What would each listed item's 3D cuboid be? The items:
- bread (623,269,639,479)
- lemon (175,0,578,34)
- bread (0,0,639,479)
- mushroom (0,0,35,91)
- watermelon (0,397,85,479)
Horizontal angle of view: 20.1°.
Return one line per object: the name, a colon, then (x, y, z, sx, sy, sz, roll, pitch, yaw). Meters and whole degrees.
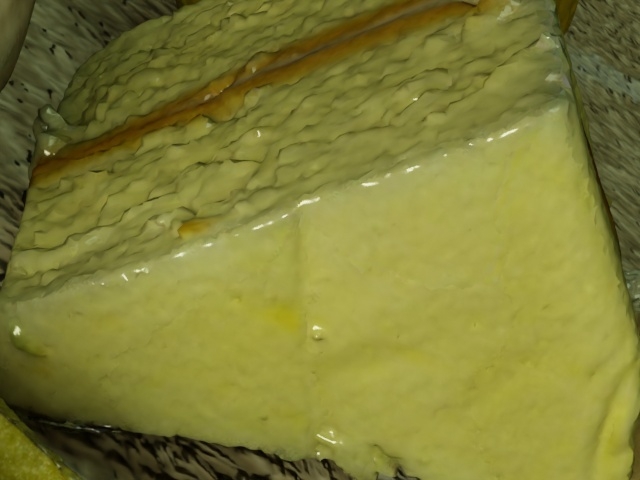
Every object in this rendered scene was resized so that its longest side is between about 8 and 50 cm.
bread: (0.149, 0.081, 0.789, 0.082, 0.106, 0.125, 14, 28, -22)
lemon: (0.030, -0.151, 0.940, 0.260, 0.204, 0.204, 0, 41, -49)
bread: (0.000, 0.000, 0.739, 0.263, 0.236, 0.198, -86, 159, -60)
mushroom: (-0.208, -0.110, 0.606, 0.255, 0.255, 0.184, 51, -3, 31)
watermelon: (-0.087, 0.093, 0.524, 0.181, 0.092, 0.075, 36, 11, 24)
